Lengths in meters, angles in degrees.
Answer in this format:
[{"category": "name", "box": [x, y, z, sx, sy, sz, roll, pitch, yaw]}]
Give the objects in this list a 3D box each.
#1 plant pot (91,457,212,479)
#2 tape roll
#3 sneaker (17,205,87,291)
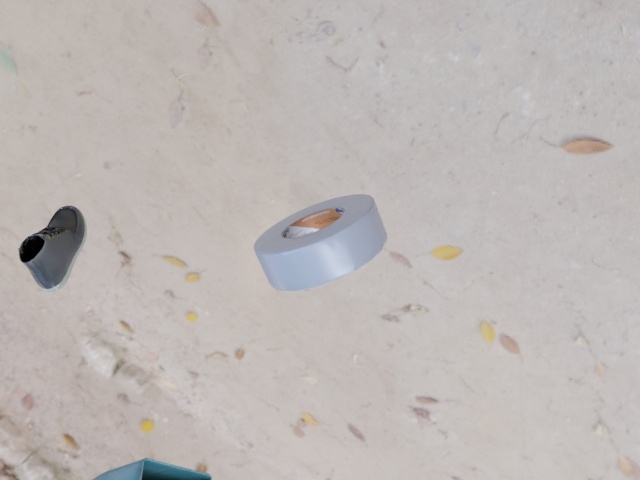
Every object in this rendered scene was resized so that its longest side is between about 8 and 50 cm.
[{"category": "plant pot", "box": [-0.349, 0.514, 1.107, 0.234, 0.166, 0.165, -21, 141, 30]}, {"category": "tape roll", "box": [0.000, 0.000, 1.026, 0.219, 0.219, 0.072, -11, 111, 31]}, {"category": "sneaker", "box": [-0.581, -0.010, 1.326, 0.083, 0.222, 0.118, -4, 144, 3]}]
